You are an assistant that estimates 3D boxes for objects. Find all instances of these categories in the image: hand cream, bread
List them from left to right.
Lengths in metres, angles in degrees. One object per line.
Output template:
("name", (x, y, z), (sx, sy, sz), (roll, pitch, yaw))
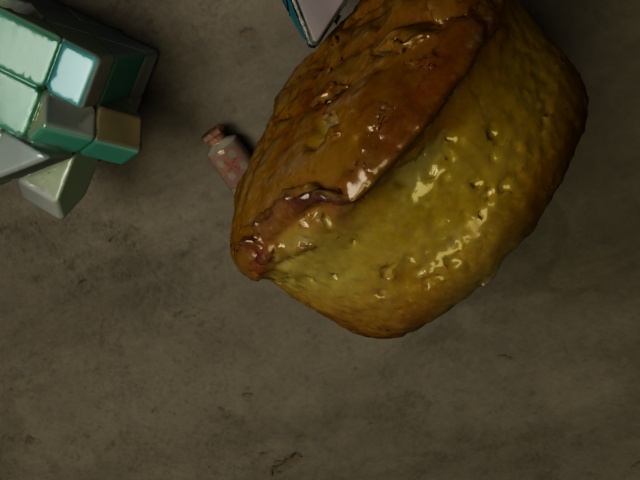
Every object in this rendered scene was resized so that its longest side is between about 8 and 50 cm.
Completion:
("hand cream", (-0.072, -0.048, 1.270), (0.067, 0.043, 0.209), (-28, 110, 24))
("bread", (0.068, -0.089, 0.996), (0.215, 0.398, 0.398), (36, 122, -16))

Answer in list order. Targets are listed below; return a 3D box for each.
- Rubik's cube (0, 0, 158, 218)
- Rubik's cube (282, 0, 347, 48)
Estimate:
("Rubik's cube", (-0.313, -0.151, 1.200), (0.265, 0.224, 0.212), (27, 105, 7))
("Rubik's cube", (-0.014, -0.344, 1.008), (0.190, 0.211, 0.178), (-38, 135, 7))
